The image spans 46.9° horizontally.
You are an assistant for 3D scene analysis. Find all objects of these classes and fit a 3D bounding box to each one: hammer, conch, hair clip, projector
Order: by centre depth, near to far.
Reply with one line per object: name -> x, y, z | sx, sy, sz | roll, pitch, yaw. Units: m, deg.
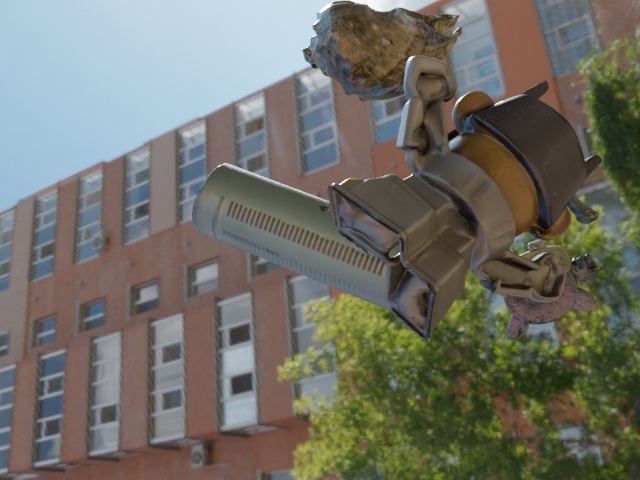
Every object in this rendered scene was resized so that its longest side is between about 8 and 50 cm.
projector -> 0.000, 0.000, 0.962 | 0.108, 0.338, 0.108 | -55, -22, -36
hair clip -> 0.387, 0.071, 1.265 | 0.056, 0.187, 0.146 | 33, -145, -80
conch -> 0.102, -0.322, 1.303 | 0.210, 0.292, 0.158 | 37, -113, -56
hammer -> 0.434, -0.135, 1.476 | 0.287, 0.111, 0.033 | 49, 168, 24

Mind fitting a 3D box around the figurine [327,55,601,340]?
figurine -> 0.169, -0.049, 0.778 | 0.309, 0.143, 0.308 | -9, -70, -27
